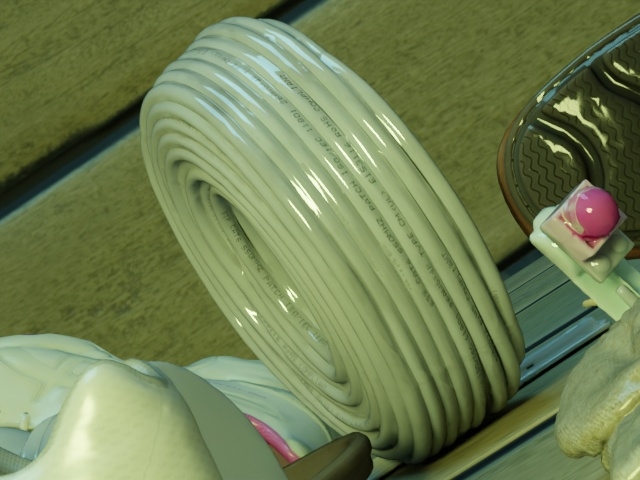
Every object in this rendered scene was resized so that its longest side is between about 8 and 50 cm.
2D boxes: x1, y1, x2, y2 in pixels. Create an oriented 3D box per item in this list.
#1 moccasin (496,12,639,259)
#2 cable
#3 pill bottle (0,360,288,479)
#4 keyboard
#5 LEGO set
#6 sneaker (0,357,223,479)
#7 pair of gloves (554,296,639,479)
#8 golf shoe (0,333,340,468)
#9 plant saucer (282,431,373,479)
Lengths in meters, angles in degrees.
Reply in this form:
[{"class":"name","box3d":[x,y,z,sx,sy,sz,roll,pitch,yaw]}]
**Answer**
[{"class":"moccasin","box3d":[0.263,-0.100,0.964,0.380,0.139,0.147,-32,-3,-8]},{"class":"cable","box3d":[0.000,0.000,0.990,0.089,0.257,0.257,-36,-35,-14]},{"class":"pill bottle","box3d":[-0.121,0.140,0.652,0.229,0.131,0.131,-33,-2,22]},{"class":"keyboard","box3d":[0.055,0.117,1.076,0.256,0.014,0.072,-32,-7,-7]},{"class":"LEGO set","box3d":[0.219,-0.074,0.792,0.287,0.132,0.107,-55,11,-17]},{"class":"sneaker","box3d":[-0.147,0.109,0.540,0.297,0.129,0.111,-12,-4,16]},{"class":"pair of gloves","box3d":[0.165,-0.015,0.573,0.240,0.042,0.204,-49,2,2]},{"class":"golf shoe","box3d":[-0.137,0.126,1.161,0.306,0.115,0.140,0,11,-4]},{"class":"plant saucer","box3d":[-0.086,0.182,0.896,0.278,0.041,0.278,-32,-2,-1]}]
